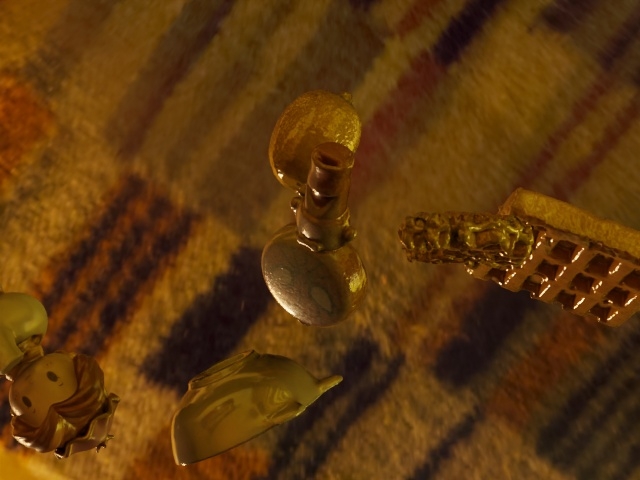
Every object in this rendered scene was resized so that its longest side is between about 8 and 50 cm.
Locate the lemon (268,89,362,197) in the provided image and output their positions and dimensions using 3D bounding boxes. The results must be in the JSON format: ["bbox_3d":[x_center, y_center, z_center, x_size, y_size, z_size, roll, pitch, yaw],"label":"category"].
[{"bbox_3d":[-0.004,-0.096,1.283,0.082,0.082,0.111,30,75,-9],"label":"lemon"}]

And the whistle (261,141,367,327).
[{"bbox_3d":[0.000,0.000,1.266,0.107,0.057,0.220,30,138,21],"label":"whistle"}]

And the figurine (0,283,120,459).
[{"bbox_3d":[-0.369,0.172,1.772,0.142,0.189,0.263,-45,83,2],"label":"figurine"}]

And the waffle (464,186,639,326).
[{"bbox_3d":[0.343,0.026,1.882,0.247,0.221,0.055,21,65,-3],"label":"waffle"}]

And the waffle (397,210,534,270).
[{"bbox_3d":[0.147,-0.002,1.458,0.148,0.194,0.051,6,84,-5],"label":"waffle"}]

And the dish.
[{"bbox_3d":[-0.097,0.186,1.689,0.236,0.228,0.086,-23,94,36],"label":"dish"}]
